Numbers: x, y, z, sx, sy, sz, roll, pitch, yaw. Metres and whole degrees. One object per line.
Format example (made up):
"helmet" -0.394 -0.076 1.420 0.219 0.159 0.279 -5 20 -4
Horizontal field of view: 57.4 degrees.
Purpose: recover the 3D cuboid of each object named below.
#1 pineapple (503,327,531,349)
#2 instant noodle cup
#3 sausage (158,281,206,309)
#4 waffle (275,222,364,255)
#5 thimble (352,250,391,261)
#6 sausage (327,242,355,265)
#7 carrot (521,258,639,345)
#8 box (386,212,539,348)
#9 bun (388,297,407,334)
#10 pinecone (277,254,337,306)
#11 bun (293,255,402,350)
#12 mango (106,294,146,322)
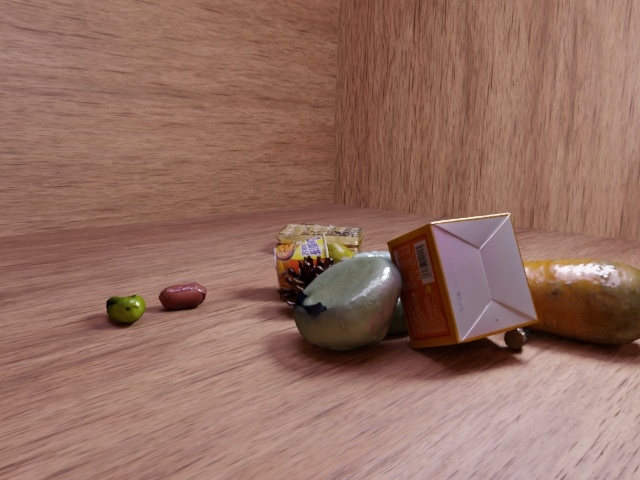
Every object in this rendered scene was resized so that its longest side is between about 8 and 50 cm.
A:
"pineapple" 0.508 0.250 1.504 0.058 0.058 0.124 7 -3 29
"instant noodle cup" -0.058 0.092 1.901 0.174 0.213 0.213 -8 10 -2
"sausage" -0.408 0.166 1.736 0.141 0.076 0.076 -3 11 -30
"waffle" 0.000 -0.001 2.642 0.375 0.114 0.261 3 9 9
"thimble" 0.192 0.122 1.869 0.237 0.150 0.237 0 11 0
"sausage" 0.070 0.084 2.137 0.123 0.123 0.347 0 10 -8
"carrot" 0.675 0.157 1.546 0.340 0.224 0.224 1 9 25
"box" 0.343 0.102 1.449 0.259 0.284 0.214 -7 -9 -28
"bun" 0.176 0.183 1.616 0.195 0.118 0.195 -2 9 0
"pinecone" -0.024 0.130 1.719 0.179 0.195 0.150 34 -18 31
"bun" 0.083 0.175 1.455 0.293 0.187 0.293 -25 20 10
"mango" -0.536 0.188 1.607 0.091 0.074 0.165 -11 4 -35
